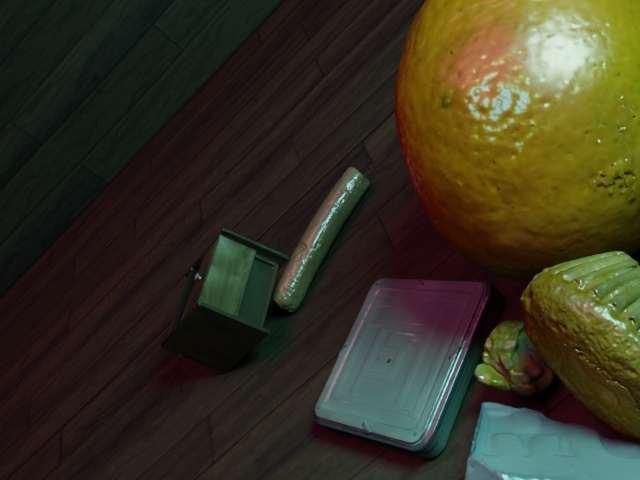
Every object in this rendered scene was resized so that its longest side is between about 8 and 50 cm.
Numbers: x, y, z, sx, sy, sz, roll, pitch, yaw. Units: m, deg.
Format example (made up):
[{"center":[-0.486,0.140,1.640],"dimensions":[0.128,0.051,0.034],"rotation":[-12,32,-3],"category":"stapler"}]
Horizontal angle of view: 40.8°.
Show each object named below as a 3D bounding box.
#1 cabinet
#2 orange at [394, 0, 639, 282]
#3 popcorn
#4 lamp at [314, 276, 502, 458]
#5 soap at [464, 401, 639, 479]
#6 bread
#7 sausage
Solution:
[{"center":[-0.184,0.114,1.620],"dimensions":[0.215,0.148,0.175],"rotation":[-43,27,51],"category":"cabinet"},{"center":[0.289,-0.160,1.065],"dimensions":[0.326,0.424,0.424],"rotation":[-10,50,40],"category":"orange"},{"center":[0.251,0.149,1.112],"dimensions":[0.089,0.097,0.109],"rotation":[-19,30,39],"category":"popcorn"},{"center":[0.125,0.178,1.296],"dimensions":[0.266,0.047,0.269],"rotation":[-2,57,54],"category":"lamp"},{"center":[0.291,0.283,0.912],"dimensions":[0.302,0.258,0.159],"rotation":[6,94,14],"category":"soap"},{"center":[0.325,0.112,0.924],"dimensions":[0.139,0.240,0.240],"rotation":[-42,30,-4],"category":"bread"},{"center":[-0.002,-0.001,1.638],"dimensions":[0.066,0.066,0.301],"rotation":[10,66,56],"category":"sausage"}]
